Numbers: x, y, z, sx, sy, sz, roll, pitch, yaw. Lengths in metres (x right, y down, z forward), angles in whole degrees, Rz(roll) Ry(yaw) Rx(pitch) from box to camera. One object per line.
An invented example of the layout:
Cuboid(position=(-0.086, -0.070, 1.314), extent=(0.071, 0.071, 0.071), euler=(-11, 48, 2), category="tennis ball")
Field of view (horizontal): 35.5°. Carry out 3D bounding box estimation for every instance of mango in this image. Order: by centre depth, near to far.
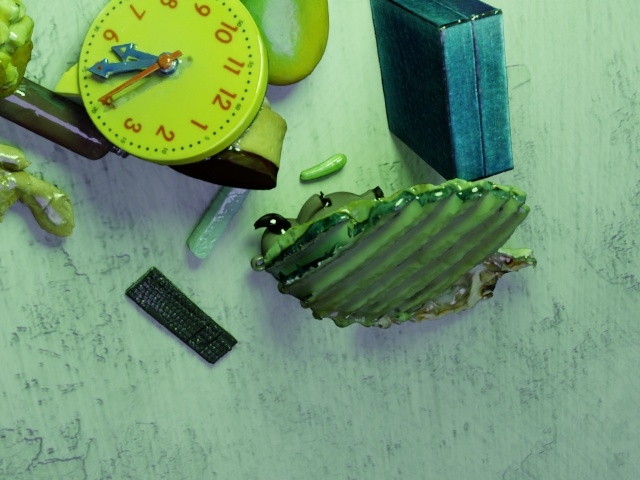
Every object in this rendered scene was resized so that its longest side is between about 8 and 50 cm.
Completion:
Cuboid(position=(-0.063, -0.365, 1.545), extent=(0.156, 0.114, 0.251), euler=(-2, 104, -9), category="mango")

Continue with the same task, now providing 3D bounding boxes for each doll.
Cuboid(position=(0.001, -0.002, 1.740), extent=(0.257, 0.117, 0.182), euler=(-25, 128, -11), category="doll")

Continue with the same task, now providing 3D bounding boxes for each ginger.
Cuboid(position=(-0.484, -0.064, 1.561), extent=(0.133, 0.059, 0.214), euler=(-45, 123, -5), category="ginger")

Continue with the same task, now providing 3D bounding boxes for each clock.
Cuboid(position=(-0.220, -0.252, 1.443), extent=(0.293, 0.071, 0.277), euler=(23, 87, 8), category="clock")

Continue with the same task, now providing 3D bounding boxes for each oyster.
Cuboid(position=(0.229, 0.068, 1.879), extent=(0.354, 0.107, 0.201), euler=(-14, 151, -21), category="oyster")

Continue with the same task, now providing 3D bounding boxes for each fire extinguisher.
Cuboid(position=(-0.391, -0.190, 1.522), extent=(0.267, 0.072, 0.089), euler=(26, 107, -29), category="fire extinguisher")

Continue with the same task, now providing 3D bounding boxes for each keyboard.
Cuboid(position=(-0.243, 0.139, 1.771), extent=(0.072, 0.023, 0.231), euler=(-41, 122, 5), category="keyboard")

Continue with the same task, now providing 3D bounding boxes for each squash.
Cuboid(position=(0.006, -0.125, 1.735), extent=(0.089, 0.027, 0.027), euler=(-27, 121, -5), category="squash")

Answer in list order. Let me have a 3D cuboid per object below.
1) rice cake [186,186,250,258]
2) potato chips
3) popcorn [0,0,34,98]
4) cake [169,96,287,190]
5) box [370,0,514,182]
Cuboid(position=(-0.150, -0.075, 1.687), extent=(0.042, 0.045, 0.245), euler=(28, 102, -30), category="rice cake")
Cuboid(position=(0.125, 0.017, 1.615), extent=(0.358, 0.070, 0.429), euler=(17, 139, -36), category="potato chips")
Cuboid(position=(-0.527, -0.272, 1.309), extent=(0.282, 0.282, 0.247), euler=(-39, 93, 1), category="popcorn")
Cuboid(position=(-0.140, -0.185, 1.564), extent=(0.185, 0.207, 0.178), euler=(32, 70, -61), category="cake")
Cuboid(position=(0.189, -0.262, 1.588), extent=(0.116, 0.279, 0.261), euler=(-19, 121, -13), category="box")
